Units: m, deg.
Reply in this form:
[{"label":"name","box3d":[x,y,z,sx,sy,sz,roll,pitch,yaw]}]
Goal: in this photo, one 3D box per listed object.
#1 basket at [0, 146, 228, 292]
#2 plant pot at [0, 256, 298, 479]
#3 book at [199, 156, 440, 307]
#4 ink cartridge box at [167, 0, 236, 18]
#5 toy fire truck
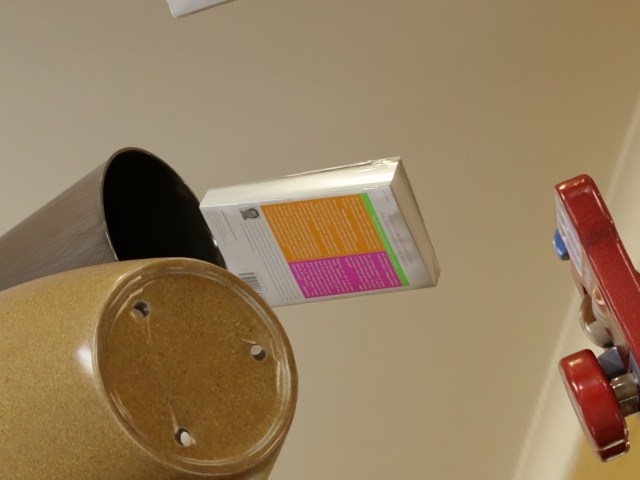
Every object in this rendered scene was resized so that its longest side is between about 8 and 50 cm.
[{"label":"basket","box3d":[-0.207,0.053,1.378,0.227,0.204,0.154,-30,-73,19]},{"label":"plant pot","box3d":[-0.127,0.111,0.990,0.237,0.237,0.254,21,-32,-23]},{"label":"book","box3d":[0.000,0.000,1.223,0.144,0.035,0.096,-7,-55,23]},{"label":"ink cartridge box","box3d":[-0.013,-0.334,1.475,0.270,0.198,0.197,-14,-69,26]},{"label":"toy fire truck","box3d":[0.310,0.076,1.824,0.169,0.254,0.302,-23,-15,4]}]
